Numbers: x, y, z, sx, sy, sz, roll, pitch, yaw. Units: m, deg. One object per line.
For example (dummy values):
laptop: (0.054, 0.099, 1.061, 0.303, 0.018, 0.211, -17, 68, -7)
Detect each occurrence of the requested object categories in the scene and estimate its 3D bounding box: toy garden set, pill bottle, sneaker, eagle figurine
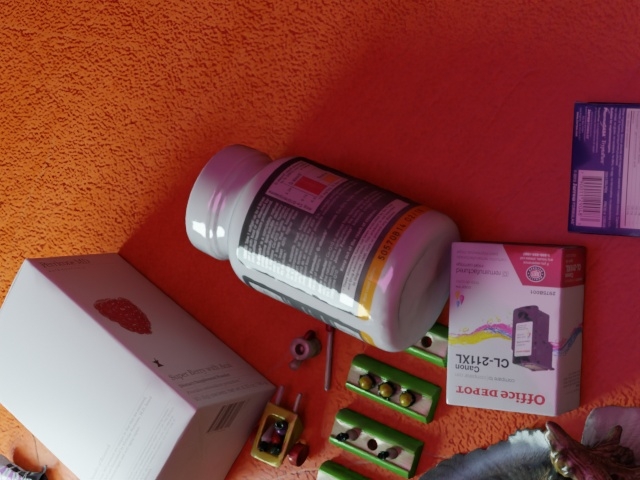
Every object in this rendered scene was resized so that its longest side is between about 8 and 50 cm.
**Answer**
toy garden set: (0.025, 0.183, 1.500, 0.203, 0.049, 0.244, 21, 102, 27)
pill bottle: (0.000, 0.000, 1.442, 0.278, 0.162, 0.162, 24, 103, 27)
sneaker: (-0.390, 0.312, 1.748, 0.069, 0.038, 0.098, -40, 83, 23)
eagle figurine: (0.215, 0.298, 1.347, 0.298, 0.225, 0.226, 120, 163, -49)

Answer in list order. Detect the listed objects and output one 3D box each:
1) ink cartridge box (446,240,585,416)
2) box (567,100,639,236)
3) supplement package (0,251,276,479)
ink cartridge box: (0.205, 0.090, 1.382, 0.127, 0.072, 0.175, 3, 93, 29)
box: (0.361, -0.068, 1.309, 0.225, 0.036, 0.136, 5, 95, 30)
supplement package: (-0.237, 0.166, 1.574, 0.293, 0.177, 0.175, 37, 109, 22)
